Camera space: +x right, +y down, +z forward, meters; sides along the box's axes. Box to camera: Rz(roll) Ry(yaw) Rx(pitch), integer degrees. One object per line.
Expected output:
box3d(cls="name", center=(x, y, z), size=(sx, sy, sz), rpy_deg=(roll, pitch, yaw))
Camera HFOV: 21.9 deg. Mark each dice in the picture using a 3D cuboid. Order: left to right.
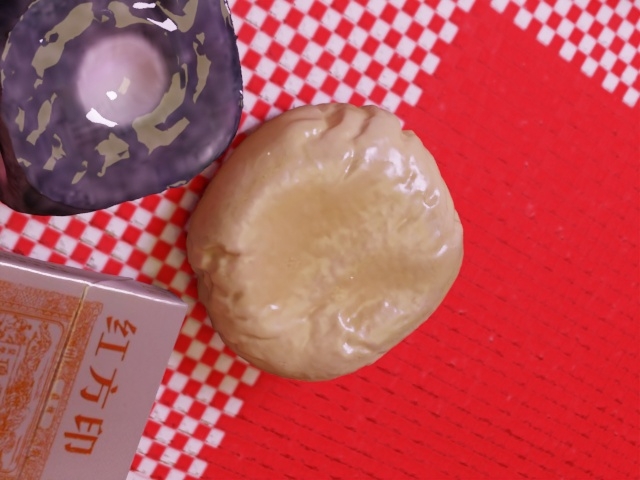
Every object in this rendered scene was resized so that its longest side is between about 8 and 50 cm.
box3d(cls="dice", center=(-0.170, -0.133, 1.170), size=(0.182, 0.183, 0.181), rpy_deg=(-20, 119, -22))

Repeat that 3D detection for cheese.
box3d(cls="cheese", center=(0.000, 0.000, 1.363), size=(0.226, 0.117, 0.214), rpy_deg=(-35, 116, -10))

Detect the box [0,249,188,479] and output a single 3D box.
box3d(cls="box", center=(-0.295, 0.099, 1.261), size=(0.365, 0.051, 0.204), rpy_deg=(15, 100, -34))
